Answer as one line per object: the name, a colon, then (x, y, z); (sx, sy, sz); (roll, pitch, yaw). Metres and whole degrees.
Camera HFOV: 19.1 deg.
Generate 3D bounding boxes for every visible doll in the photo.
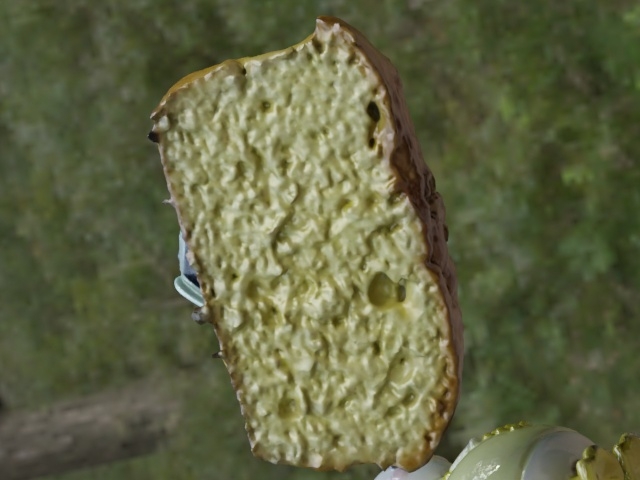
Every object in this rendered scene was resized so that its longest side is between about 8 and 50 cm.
doll: (0.136, 0.209, 1.585); (0.141, 0.296, 0.117); (-20, -78, -49)

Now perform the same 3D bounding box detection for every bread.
bread: (0.000, 0.000, 1.427); (0.179, 0.194, 0.340); (-86, -20, -76)

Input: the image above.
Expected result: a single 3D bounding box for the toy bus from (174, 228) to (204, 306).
toy bus: (-0.036, 0.000, 1.864); (0.276, 0.133, 0.165); (-12, -53, -67)
